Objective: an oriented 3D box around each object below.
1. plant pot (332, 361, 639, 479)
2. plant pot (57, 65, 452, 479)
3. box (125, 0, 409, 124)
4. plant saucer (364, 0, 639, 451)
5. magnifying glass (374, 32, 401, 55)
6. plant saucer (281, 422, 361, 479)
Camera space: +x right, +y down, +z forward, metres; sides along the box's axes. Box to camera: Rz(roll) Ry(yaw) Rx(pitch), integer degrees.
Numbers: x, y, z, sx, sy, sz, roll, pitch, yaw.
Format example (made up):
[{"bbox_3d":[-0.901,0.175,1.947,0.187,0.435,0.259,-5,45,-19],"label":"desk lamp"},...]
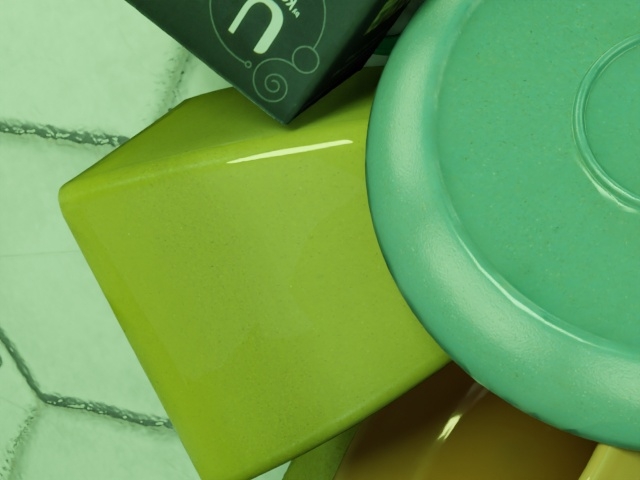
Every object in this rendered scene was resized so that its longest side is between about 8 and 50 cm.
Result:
[{"bbox_3d":[0.158,0.171,0.739,0.203,0.291,0.291,38,127,-15],"label":"plant pot"},{"bbox_3d":[0.000,0.000,0.768,0.187,0.212,0.212,-19,105,24],"label":"plant pot"},{"bbox_3d":[0.012,-0.226,0.657,0.165,0.143,0.270,39,118,2],"label":"box"},{"bbox_3d":[0.178,-0.054,0.609,0.317,0.317,0.044,21,165,16],"label":"plant saucer"},{"bbox_3d":[-0.017,-0.197,0.781,0.231,0.026,0.092,29,123,9],"label":"magnifying glass"},{"bbox_3d":[0.078,0.327,0.961,0.333,0.081,0.333,31,124,10],"label":"plant saucer"}]
